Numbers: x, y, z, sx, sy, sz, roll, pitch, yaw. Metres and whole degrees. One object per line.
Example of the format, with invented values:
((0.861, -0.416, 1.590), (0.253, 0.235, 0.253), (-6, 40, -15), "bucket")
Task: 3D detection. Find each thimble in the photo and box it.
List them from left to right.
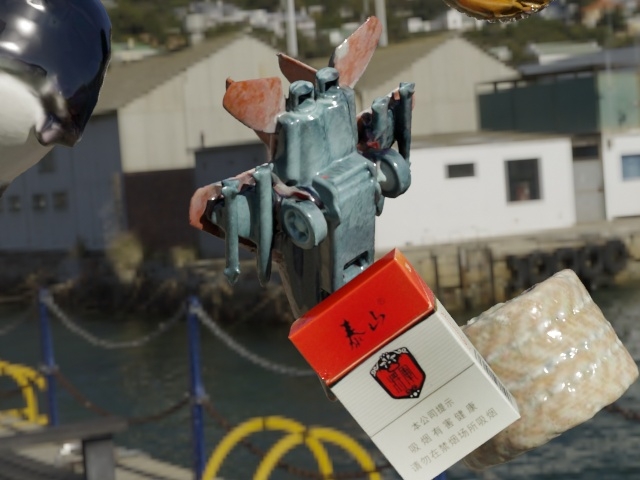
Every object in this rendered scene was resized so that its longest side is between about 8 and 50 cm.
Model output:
((0.203, 0.131, 1.309), (0.196, 0.148, 0.229), (-28, -5, -10), "thimble")

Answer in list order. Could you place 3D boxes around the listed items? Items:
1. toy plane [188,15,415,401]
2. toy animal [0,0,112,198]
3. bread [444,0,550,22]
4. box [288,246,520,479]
((0.005, 0.002, 0.968), (0.223, 0.326, 0.104), (-31, 35, -32), "toy plane")
((-0.351, -0.179, 1.032), (0.310, 0.250, 0.251), (31, -20, -34), "toy animal")
((0.203, -0.343, 1.431), (0.199, 0.199, 0.104), (-4, 5, 11), "bread")
((0.062, 0.095, 0.939), (0.100, 0.152, 0.048), (-37, 11, 8), "box")
